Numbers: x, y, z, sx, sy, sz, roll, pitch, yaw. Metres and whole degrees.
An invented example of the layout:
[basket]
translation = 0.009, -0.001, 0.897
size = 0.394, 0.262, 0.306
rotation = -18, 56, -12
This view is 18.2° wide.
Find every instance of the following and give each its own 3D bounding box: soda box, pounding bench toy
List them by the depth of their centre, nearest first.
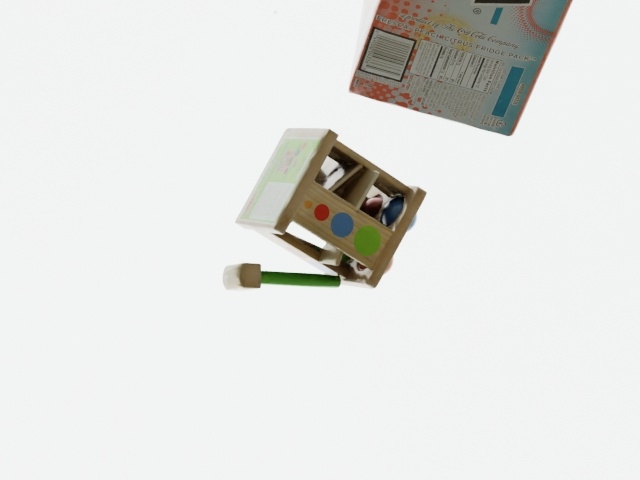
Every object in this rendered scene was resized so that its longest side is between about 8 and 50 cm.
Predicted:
[soda box]
translation = 0.059, -0.118, 0.592
size = 0.058, 0.063, 0.183
rotation = 15, -42, -5
[pounding bench toy]
translation = 0.000, 0.000, 0.920
size = 0.065, 0.052, 0.083
rotation = 33, -100, -21
